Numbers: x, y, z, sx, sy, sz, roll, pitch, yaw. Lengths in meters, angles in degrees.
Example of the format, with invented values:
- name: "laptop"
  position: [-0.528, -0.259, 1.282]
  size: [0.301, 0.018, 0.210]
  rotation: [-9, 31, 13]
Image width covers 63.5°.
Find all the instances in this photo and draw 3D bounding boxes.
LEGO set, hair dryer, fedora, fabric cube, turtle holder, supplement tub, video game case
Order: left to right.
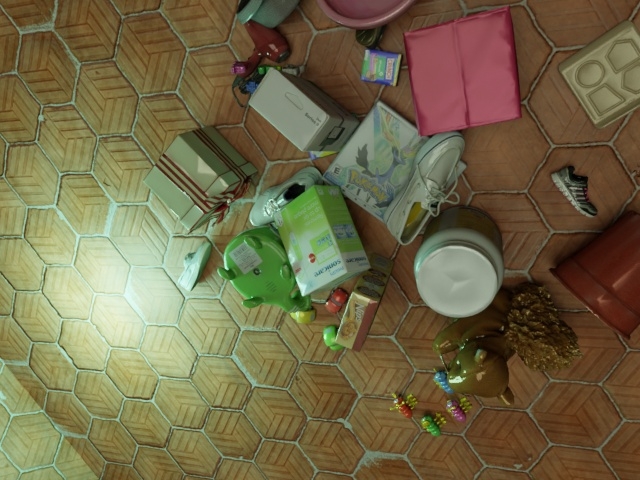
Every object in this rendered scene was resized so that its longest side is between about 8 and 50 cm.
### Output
- name: "hair dryer"
  position: [-0.199, -0.559, 1.584]
  size: [0.224, 0.080, 0.293]
  rotation: [1, 109, 18]
- name: "LEGO set"
  position: [-0.165, -0.471, 1.532]
  size: [0.227, 0.093, 0.087]
  rotation: [8, 126, 17]
- name: "turtle holder"
  position: [-0.153, 0.087, 1.724]
  size: [0.320, 0.227, 0.243]
  rotation: [25, 114, 7]
- name: "fedora"
  position: [-0.123, -0.713, 1.455]
  size: [0.124, 0.244, 0.275]
  rotation: [26, 88, -28]
- name: "video game case"
  position: [0.219, -0.211, 1.576]
  size: [0.329, 0.036, 0.300]
  rotation: [35, 116, -5]
- name: "supplement tub"
  position: [0.396, 0.054, 1.474]
  size: [0.241, 0.331, 0.240]
  rotation: [6, 111, 16]
- name: "fabric cube"
  position: [0.372, -0.434, 1.348]
  size: [0.259, 0.254, 0.258]
  rotation: [-7, 107, 21]

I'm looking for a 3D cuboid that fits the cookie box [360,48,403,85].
- name: "cookie box"
  position: [0.178, -0.502, 1.504]
  size: [0.107, 0.040, 0.091]
  rotation: [13, 112, 12]

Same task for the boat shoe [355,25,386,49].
- name: "boat shoe"
  position: [0.158, -0.646, 1.442]
  size: [0.080, 0.073, 0.223]
  rotation: [18, 95, 27]

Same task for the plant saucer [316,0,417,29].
- name: "plant saucer"
  position: [0.142, -0.712, 1.367]
  size: [0.332, 0.084, 0.331]
  rotation: [-2, 85, 23]

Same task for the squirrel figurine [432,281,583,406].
- name: "squirrel figurine"
  position: [0.521, 0.290, 1.497]
  size: [0.397, 0.370, 0.281]
  rotation: [-22, 101, 23]

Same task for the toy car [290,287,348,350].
- name: "toy car"
  position: [0.022, 0.301, 1.840]
  size: [0.239, 0.053, 0.224]
  rotation: [-21, 101, 24]

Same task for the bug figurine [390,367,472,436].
- name: "bug figurine"
  position: [0.393, 0.576, 1.810]
  size: [0.216, 0.072, 0.279]
  rotation: [47, 116, -3]

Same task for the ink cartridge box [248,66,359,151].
- name: "ink cartridge box"
  position: [-0.038, -0.357, 1.449]
  size: [0.211, 0.289, 0.121]
  rotation: [42, 110, 10]

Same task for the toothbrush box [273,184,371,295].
- name: "toothbrush box"
  position: [0.000, 0.000, 1.592]
  size: [0.206, 0.122, 0.283]
  rotation: [-31, 74, 39]

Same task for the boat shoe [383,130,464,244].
- name: "boat shoe"
  position: [0.306, -0.128, 1.456]
  size: [0.136, 0.156, 0.367]
  rotation: [9, 129, -31]

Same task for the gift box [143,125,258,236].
- name: "gift box"
  position: [-0.389, -0.185, 1.682]
  size: [0.258, 0.276, 0.255]
  rotation: [45, 121, -3]

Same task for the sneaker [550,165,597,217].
- name: "sneaker"
  position: [0.725, -0.140, 1.445]
  size: [0.170, 0.063, 0.075]
  rotation: [49, 122, 2]

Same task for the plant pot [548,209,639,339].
- name: "plant pot"
  position: [0.822, 0.078, 1.400]
  size: [0.272, 0.272, 0.265]
  rotation: [40, 108, 1]

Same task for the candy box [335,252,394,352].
- name: "candy box"
  position: [0.144, 0.183, 1.612]
  size: [0.088, 0.316, 0.182]
  rotation: [21, 114, 9]

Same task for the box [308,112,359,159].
- name: "box"
  position: [0.040, -0.325, 1.614]
  size: [0.179, 0.043, 0.105]
  rotation: [-15, 104, 20]

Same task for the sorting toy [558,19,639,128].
- name: "sorting toy"
  position: [0.761, -0.428, 1.348]
  size: [0.193, 0.038, 0.208]
  rotation: [-33, 92, 25]

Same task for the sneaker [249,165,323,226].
- name: "sneaker"
  position: [-0.131, -0.137, 1.689]
  size: [0.297, 0.129, 0.111]
  rotation: [-36, 97, 26]

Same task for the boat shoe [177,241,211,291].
- name: "boat shoe"
  position: [-0.473, 0.089, 1.910]
  size: [0.081, 0.079, 0.227]
  rotation: [30, 119, 1]
